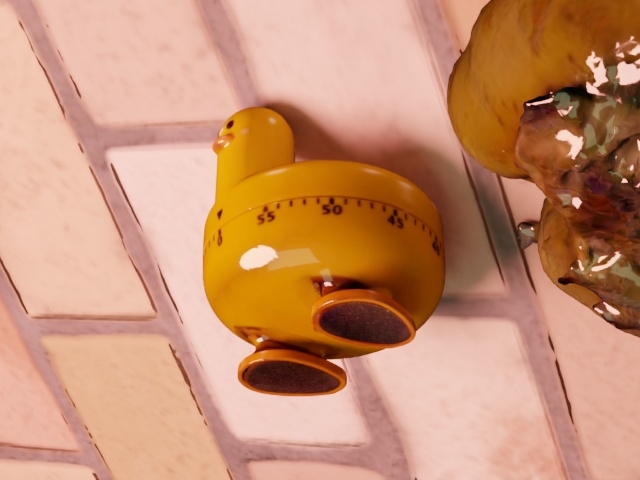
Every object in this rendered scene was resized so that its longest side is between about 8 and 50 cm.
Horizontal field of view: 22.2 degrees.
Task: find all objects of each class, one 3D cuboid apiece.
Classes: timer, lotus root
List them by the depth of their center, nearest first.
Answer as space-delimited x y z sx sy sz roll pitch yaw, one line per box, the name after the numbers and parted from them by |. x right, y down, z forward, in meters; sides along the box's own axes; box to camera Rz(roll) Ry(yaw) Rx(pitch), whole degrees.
0.129 -0.027 0.599 0.183 0.078 0.203 32 138 4 | lotus root
0.000 0.000 0.702 0.107 0.109 0.107 0 148 0 | timer
